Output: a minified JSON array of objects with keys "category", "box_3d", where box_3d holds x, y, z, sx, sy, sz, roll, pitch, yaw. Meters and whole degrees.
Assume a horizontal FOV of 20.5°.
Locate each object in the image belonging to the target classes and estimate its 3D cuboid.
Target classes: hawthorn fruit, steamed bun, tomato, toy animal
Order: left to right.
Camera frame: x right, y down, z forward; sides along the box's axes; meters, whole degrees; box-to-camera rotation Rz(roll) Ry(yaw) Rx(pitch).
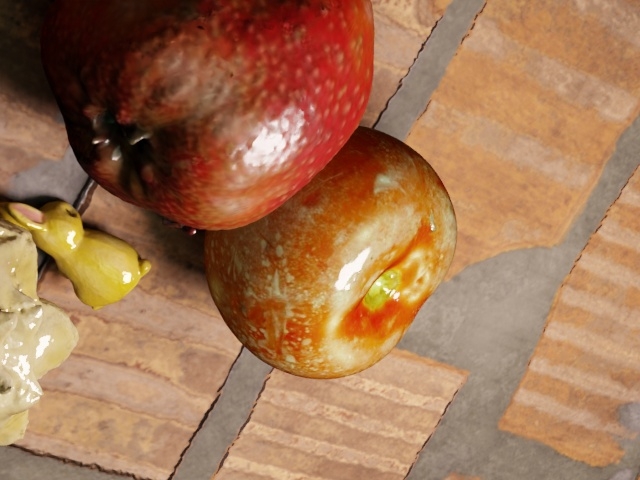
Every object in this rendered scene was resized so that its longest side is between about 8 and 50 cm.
[{"category":"steamed bun","box_3d":[-0.372,0.105,1.711,0.292,0.137,0.296,9,104,-24]},{"category":"toy animal","box_3d":[-0.254,-0.002,1.791,0.083,0.070,0.159,-26,126,38]},{"category":"hawthorn fruit","box_3d":[-0.077,-0.184,1.663,0.369,0.284,0.285,-40,131,-20]},{"category":"tomato","box_3d":[0.000,0.000,1.844,0.270,0.222,0.270,-37,147,-29]}]
